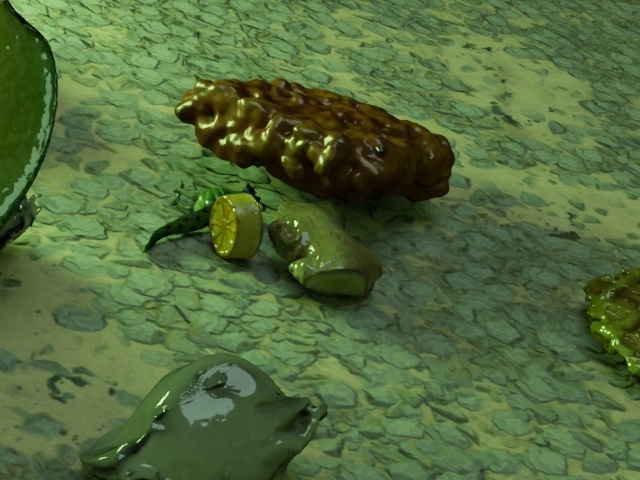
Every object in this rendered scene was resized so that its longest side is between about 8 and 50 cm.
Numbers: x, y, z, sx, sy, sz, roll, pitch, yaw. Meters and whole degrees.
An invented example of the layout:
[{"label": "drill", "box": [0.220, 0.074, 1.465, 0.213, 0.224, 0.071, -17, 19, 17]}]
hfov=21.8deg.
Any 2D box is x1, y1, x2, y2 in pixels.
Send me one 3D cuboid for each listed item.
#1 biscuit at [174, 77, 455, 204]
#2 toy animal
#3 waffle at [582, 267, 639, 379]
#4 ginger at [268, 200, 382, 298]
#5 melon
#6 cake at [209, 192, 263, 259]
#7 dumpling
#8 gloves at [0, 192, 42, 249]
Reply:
[{"label": "biscuit", "box": [0.001, -0.133, 2.227, 0.318, 0.110, 0.312, 26, 15, 25]}, {"label": "toy animal", "box": [-0.170, -0.037, 2.085, 0.075, 0.041, 0.217, 33, 36, 27]}, {"label": "waffle", "box": [0.490, 0.129, 2.093, 0.325, 0.068, 0.302, 9, 28, -17]}, {"label": "ginger", "box": [-0.004, -0.001, 2.065, 0.137, 0.074, 0.213, 22, 26, -28]}, {"label": "melon", "box": [-0.436, -0.111, 1.783, 0.344, 0.226, 0.331, -34, 39, -29]}, {"label": "cake", "box": [-0.101, -0.017, 2.036, 0.044, 0.084, 0.084, -4, 33, -29]}, {"label": "dumpling", "box": [-0.120, 0.184, 1.627, 0.247, 0.142, 0.172, -7, -1, -26]}, {"label": "gloves", "box": [-0.394, -0.017, 1.892, 0.114, 0.070, 0.153, 33, 38, 15]}]
